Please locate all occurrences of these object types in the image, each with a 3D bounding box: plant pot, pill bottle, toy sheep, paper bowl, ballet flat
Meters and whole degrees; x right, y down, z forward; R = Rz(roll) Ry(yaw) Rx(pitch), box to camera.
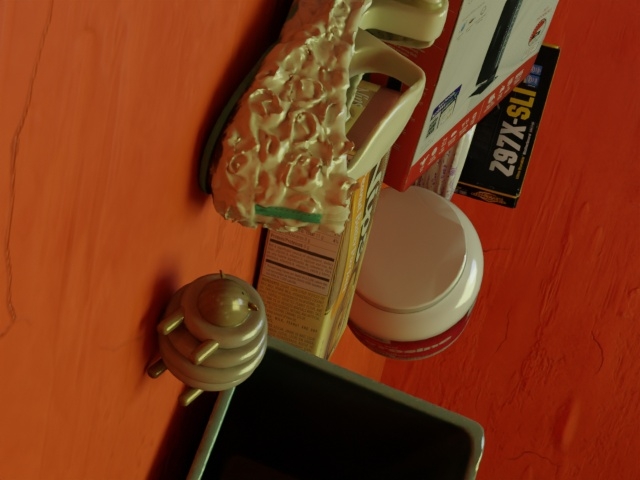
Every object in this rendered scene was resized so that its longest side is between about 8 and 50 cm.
[{"bbox_3d":[-0.028,0.270,1.015,0.252,0.248,0.247,130,-18,-64],"label":"plant pot"},{"bbox_3d":[0.130,0.051,1.605,0.408,0.229,0.229,67,40,-76],"label":"pill bottle"},{"bbox_3d":[-0.083,0.074,0.788,0.132,0.091,0.091,117,-3,-50],"label":"toy sheep"},{"bbox_3d":[0.186,-0.215,1.748,0.284,0.148,0.284,16,90,-82],"label":"paper bowl"},{"bbox_3d":[0.031,-0.163,0.877,0.147,0.147,0.409,92,17,-58],"label":"ballet flat"}]

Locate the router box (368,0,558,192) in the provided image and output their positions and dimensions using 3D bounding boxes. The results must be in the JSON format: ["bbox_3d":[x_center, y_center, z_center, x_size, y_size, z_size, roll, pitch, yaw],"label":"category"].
[{"bbox_3d":[0.182,-0.259,1.231,0.335,0.082,0.301,-42,157,-39],"label":"router box"}]

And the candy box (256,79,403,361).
[{"bbox_3d":[0.000,0.000,1.141,0.183,0.087,0.316,-59,164,-59],"label":"candy box"}]

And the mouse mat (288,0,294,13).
[{"bbox_3d":[-0.014,-0.186,0.995,0.189,0.007,0.153,-30,135,-76],"label":"mouse mat"}]

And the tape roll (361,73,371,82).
[{"bbox_3d":[0.173,-0.313,1.379,0.321,0.077,0.321,-48,160,-24],"label":"tape roll"}]

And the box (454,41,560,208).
[{"bbox_3d":[0.288,-0.244,1.986,0.079,0.257,0.322,81,27,-71],"label":"box"}]
